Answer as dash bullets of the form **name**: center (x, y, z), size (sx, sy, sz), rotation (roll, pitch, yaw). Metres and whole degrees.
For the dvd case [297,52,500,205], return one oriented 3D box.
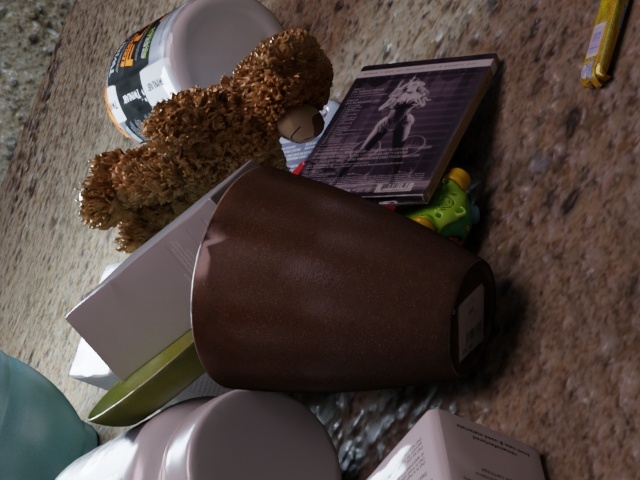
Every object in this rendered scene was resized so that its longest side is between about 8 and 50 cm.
- **dvd case**: center (0.075, -0.112, 1.616), size (0.164, 0.018, 0.221), rotation (-2, 43, 33)

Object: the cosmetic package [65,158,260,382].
- **cosmetic package**: center (-0.140, 0.032, 1.649), size (0.238, 0.107, 0.127), rotation (-40, 5, 31)

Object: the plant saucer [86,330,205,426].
- **plant saucer**: center (-0.144, 0.121, 1.672), size (0.241, 0.037, 0.241), rotation (-40, 6, 5)

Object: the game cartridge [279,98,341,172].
- **game cartridge**: center (-0.034, -0.078, 1.959), size (0.294, 0.060, 0.196), rotation (-2, 70, 65)

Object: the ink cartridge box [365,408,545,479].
- **ink cartridge box**: center (0.093, 0.305, 1.224), size (0.201, 0.117, 0.278), rotation (-52, 26, 30)

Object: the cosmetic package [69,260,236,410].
- **cosmetic package**: center (-0.176, 0.123, 1.904), size (0.151, 0.184, 0.151), rotation (-12, 57, 62)

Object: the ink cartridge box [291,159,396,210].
- **ink cartridge box**: center (0.000, 0.000, 1.701), size (0.231, 0.078, 0.134), rotation (-45, 66, 42)

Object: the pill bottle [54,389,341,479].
- **pill bottle**: center (-0.141, 0.280, 1.651), size (0.361, 0.204, 0.204), rotation (-32, 40, 52)

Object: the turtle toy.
- **turtle toy**: center (0.106, -0.013, 1.562), size (0.095, 0.066, 0.130), rotation (-52, 18, -29)

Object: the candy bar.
- **candy bar**: center (0.271, -0.214, 1.463), size (0.040, 0.018, 0.161), rotation (-15, 55, 66)

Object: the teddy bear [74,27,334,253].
- **teddy bear**: center (-0.119, -0.096, 1.789), size (0.338, 0.245, 0.113), rotation (-27, 52, -6)

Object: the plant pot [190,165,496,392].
- **plant pot**: center (0.036, 0.053, 1.456), size (0.230, 0.215, 0.215), rotation (10, 73, 26)

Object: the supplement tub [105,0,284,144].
- **supplement tub**: center (-0.186, -0.230, 2.256), size (0.316, 0.193, 0.193), rotation (-13, 57, 62)

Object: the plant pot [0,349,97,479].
- **plant pot**: center (-0.445, 0.319, 2.289), size (0.293, 0.196, 0.293), rotation (-49, 28, 37)
